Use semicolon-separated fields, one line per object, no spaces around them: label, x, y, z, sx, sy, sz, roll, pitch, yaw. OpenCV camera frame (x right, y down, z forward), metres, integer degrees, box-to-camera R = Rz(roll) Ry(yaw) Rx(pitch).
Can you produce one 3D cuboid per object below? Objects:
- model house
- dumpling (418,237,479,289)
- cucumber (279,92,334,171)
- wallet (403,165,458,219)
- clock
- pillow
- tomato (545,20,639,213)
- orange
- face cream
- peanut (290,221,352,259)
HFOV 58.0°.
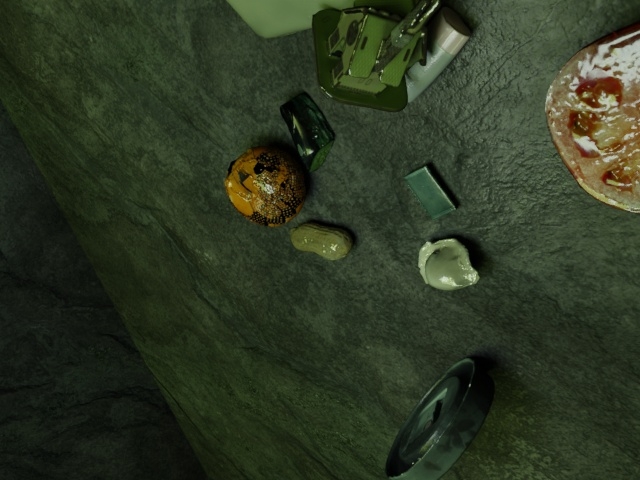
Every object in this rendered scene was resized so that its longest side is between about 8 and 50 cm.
model house;0.131;-0.402;1.045;0.279;0.205;0.218;139;128;-57
dumpling;0.310;0.057;1.403;0.188;0.108;0.127;3;98;58
cucumber;-0.037;-0.272;1.479;0.115;0.086;0.192;-15;103;50
wallet;0.260;-0.114;1.364;0.129;0.026;0.088;53;145;-7
clock;0.312;0.484;1.525;0.076;0.386;0.386;38;140;5
pillow;-0.075;-0.540;1.214;0.322;0.119;0.255;6;156;41
tomato;0.545;-0.209;0.932;0.338;0.144;0.338;29;141;27
orange;-0.146;-0.149;1.593;0.235;0.182;0.234;15;120;27
face cream;0.218;-0.370;1.173;0.084;0.057;0.198;56;140;10
peanut;0.000;0.000;1.651;0.214;0.090;0.098;16;160;36
